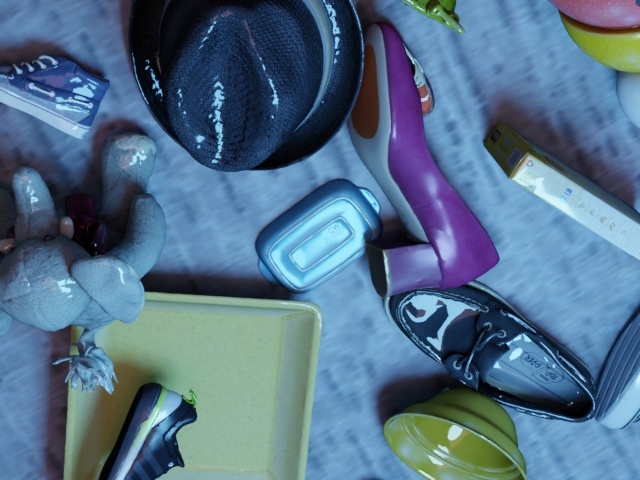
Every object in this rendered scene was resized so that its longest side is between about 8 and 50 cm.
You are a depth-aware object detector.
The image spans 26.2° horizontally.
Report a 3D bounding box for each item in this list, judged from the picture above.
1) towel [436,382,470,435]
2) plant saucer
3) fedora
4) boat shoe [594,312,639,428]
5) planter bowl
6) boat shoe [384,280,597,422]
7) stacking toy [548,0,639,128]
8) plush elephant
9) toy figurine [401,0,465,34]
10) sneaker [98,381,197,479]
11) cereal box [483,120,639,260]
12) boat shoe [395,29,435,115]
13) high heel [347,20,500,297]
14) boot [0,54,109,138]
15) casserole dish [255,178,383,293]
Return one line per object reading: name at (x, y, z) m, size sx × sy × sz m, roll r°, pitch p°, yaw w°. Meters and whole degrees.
towel at (0.209, 0.238, 1.978) m, size 0.060 × 0.009 × 0.083 m, roll 34°, pitch 102°, yaw -16°
plant saucer at (-0.178, 0.216, 1.897) m, size 0.333 × 0.081 × 0.332 m, roll 4°, pitch 108°, yaw -6°
fedora at (-0.101, -0.205, 1.681) m, size 0.334 × 0.152 × 0.334 m, roll 4°, pitch 124°, yaw 6°
boat shoe at (0.507, 0.132, 1.906) m, size 0.119 × 0.121 × 0.335 m, roll 30°, pitch 99°, yaw -12°
planter bowl at (0.203, 0.269, 1.910) m, size 0.217 × 0.217 × 0.090 m, roll 39°, pitch 60°, yaw -16°
boat shoe at (0.243, 0.159, 1.899) m, size 0.340 × 0.113 × 0.127 m, roll 35°, pitch 102°, yaw -15°
stacking toy at (0.399, -0.331, 1.692) m, size 0.351 × 0.350 × 0.479 m, roll -24°, pitch 126°, yaw 3°
plush elephant at (-0.325, 0.020, 1.671) m, size 0.272 × 0.255 × 0.329 m, roll -12°, pitch 78°, yaw 1°
toy figurine at (0.068, -0.431, 1.654) m, size 0.363 × 0.191 × 0.217 m, roll 27°, pitch 99°, yaw -15°
sneaker at (-0.231, 0.301, 1.834) m, size 0.097 × 0.084 × 0.234 m, roll 22°, pitch 105°, yaw -13°
cereal box at (0.336, -0.060, 1.804) m, size 0.240 × 0.173 × 0.047 m, roll 32°, pitch 103°, yaw -14°
boat shoe at (0.111, -0.219, 1.797) m, size 0.049 × 0.043 × 0.137 m, roll -29°, pitch 110°, yaw 2°
high heel at (0.142, -0.112, 1.807) m, size 0.181 × 0.127 × 0.377 m, roll -14°, pitch 117°, yaw -21°
boot at (-0.367, -0.208, 1.750) m, size 0.190 × 0.069 × 0.086 m, roll 26°, pitch 97°, yaw -21°
casserole dish at (0.000, 0.000, 1.864) m, size 0.188 × 0.037 × 0.114 m, roll -36°, pitch 109°, yaw 6°
